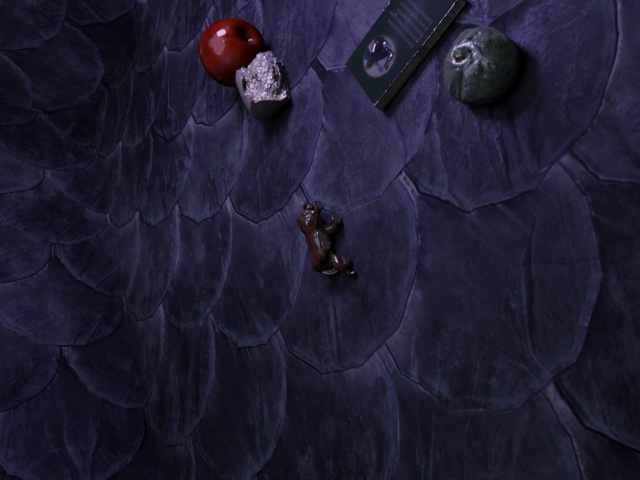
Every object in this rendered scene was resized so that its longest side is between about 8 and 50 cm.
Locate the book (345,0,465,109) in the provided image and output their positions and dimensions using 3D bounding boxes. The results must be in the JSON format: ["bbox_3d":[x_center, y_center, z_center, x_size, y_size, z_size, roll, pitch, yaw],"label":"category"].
[{"bbox_3d":[0.233,-0.596,1.618,0.371,0.043,0.260,-50,44,28],"label":"book"}]

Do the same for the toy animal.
[{"bbox_3d":[0.000,0.000,1.711,0.157,0.097,0.312,-48,49,48],"label":"toy animal"}]

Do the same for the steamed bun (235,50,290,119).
[{"bbox_3d":[-0.217,-0.570,2.049,0.200,0.170,0.225,-45,50,27],"label":"steamed bun"}]

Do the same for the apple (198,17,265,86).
[{"bbox_3d":[-0.337,-0.735,2.174,0.216,0.261,0.260,-36,55,45],"label":"apple"}]

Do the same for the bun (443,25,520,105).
[{"bbox_3d":[0.377,-0.420,1.336,0.195,0.118,0.195,-13,71,44],"label":"bun"}]
